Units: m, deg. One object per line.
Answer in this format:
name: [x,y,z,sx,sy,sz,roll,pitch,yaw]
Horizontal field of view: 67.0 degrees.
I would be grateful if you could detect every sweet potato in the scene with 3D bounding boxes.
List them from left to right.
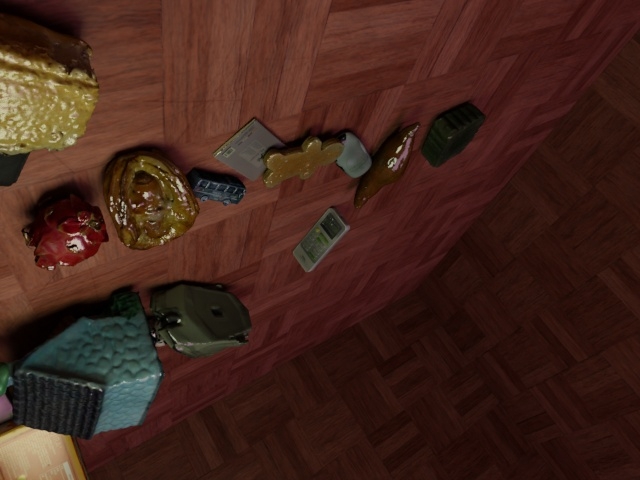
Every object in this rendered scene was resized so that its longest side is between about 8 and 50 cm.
sweet potato: [0.211,-0.234,1.500,0.112,0.112,0.359,-18,155,-38]

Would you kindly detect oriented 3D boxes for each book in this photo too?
book: [-0.156,-0.207,1.128,0.127,0.014,0.181,-39,159,10]

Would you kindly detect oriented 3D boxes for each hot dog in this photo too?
hot dog: [-0.346,-0.069,0.996,0.175,0.114,0.259,-26,158,-16]

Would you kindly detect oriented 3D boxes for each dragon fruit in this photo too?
dragon fruit: [-0.477,-0.015,0.910,0.136,0.133,0.166,36,112,-23]

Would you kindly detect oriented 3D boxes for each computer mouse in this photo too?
computer mouse: [-0.375,0.256,1.500,0.145,0.228,0.429,-34,161,15]

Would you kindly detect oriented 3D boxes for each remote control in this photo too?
remote control: [0.000,0.000,1.687,0.034,0.103,0.250,-11,149,-52]
remote control: [0.091,-0.239,1.393,0.097,0.045,0.256,-40,156,10]

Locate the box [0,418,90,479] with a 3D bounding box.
box: [-0.823,0.627,1.406,0.213,0.284,0.259,-18,-172,-32]

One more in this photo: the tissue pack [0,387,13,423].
tissue pack: [-0.882,0.409,1.235,0.148,0.092,0.246,-23,155,-32]

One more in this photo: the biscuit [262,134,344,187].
biscuit: [-0.043,-0.207,1.229,0.234,0.030,0.153,-23,158,-22]

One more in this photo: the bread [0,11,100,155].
bread: [-0.411,-0.201,0.606,0.245,0.121,0.174,1,131,-51]

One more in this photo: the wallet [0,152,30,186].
wallet: [-0.545,-0.131,0.684,0.124,0.025,0.244,-47,156,27]

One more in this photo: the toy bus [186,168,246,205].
toy bus: [-0.244,-0.123,1.130,0.065,0.047,0.166,-48,156,20]

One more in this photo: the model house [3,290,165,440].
model house: [-0.636,0.344,1.246,0.339,0.297,0.360,-7,146,-38]

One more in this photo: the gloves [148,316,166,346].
gloves: [-0.502,0.283,1.530,0.127,0.111,0.212,-2,160,-1]

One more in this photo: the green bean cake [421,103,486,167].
green bean cake: [0.440,-0.352,1.612,0.185,0.094,0.183,-28,157,-20]

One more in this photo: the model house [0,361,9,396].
model house: [-0.774,0.313,0.925,0.243,0.298,0.284,101,11,-64]
